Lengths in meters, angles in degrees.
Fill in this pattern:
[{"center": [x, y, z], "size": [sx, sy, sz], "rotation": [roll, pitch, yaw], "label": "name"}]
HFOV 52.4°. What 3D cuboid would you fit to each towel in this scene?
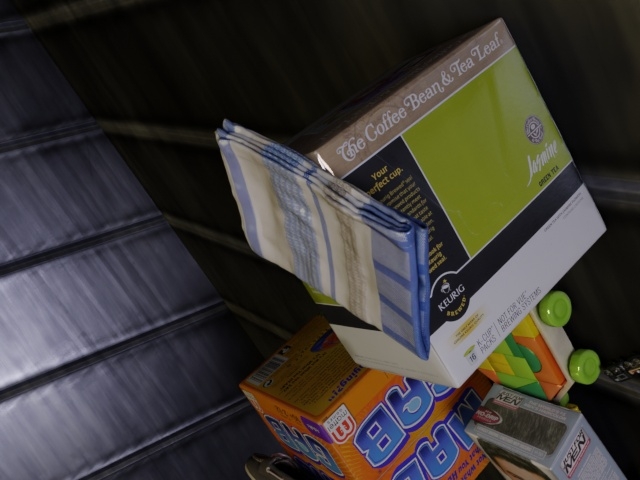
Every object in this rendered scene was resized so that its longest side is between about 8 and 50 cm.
[{"center": [0.000, 0.000, 0.707], "size": [0.285, 0.034, 0.209], "rotation": [31, 148, 34], "label": "towel"}]

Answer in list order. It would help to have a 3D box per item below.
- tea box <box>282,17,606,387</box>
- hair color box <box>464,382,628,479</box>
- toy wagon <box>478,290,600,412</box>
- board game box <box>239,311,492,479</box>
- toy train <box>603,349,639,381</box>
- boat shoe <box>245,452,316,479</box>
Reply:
[{"center": [0.135, -0.048, 0.842], "size": [0.220, 0.329, 0.323], "rotation": [-4, 121, 60], "label": "tea box"}, {"center": [0.439, 0.430, 1.172], "size": [0.374, 0.113, 0.185], "rotation": [51, 158, -27], "label": "hair color box"}, {"center": [0.346, 0.190, 1.128], "size": [0.344, 0.068, 0.267], "rotation": [58, 155, -16], "label": "toy wagon"}, {"center": [0.117, 0.358, 1.403], "size": [0.356, 0.356, 0.356], "rotation": [0, 125, 60], "label": "board game box"}, {"center": [0.472, 0.180, 0.950], "size": [0.036, 0.027, 0.158], "rotation": [43, 155, 9], "label": "toy train"}, {"center": [-0.053, 0.520, 1.405], "size": [0.112, 0.095, 0.335], "rotation": [21, 177, -33], "label": "boat shoe"}]
